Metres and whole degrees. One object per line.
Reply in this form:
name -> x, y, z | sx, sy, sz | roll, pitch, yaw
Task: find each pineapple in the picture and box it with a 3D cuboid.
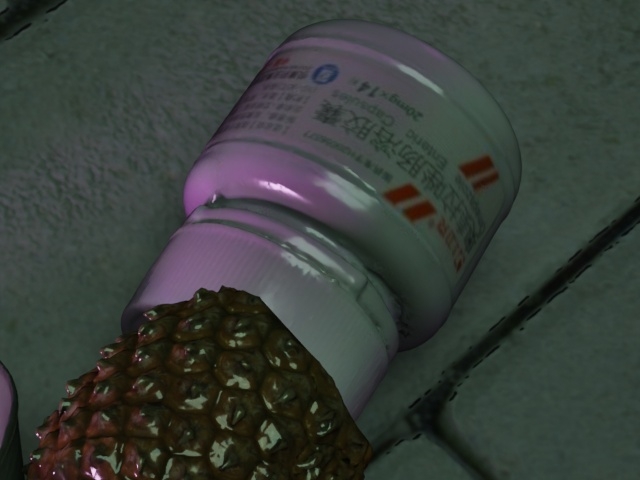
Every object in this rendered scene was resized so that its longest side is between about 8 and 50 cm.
pineapple -> -0.135, 0.187, 1.159 | 0.202, 0.202, 0.362 | 45, 56, 11

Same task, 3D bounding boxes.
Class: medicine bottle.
medicine bottle -> 0.000, 0.000, 1.424 | 0.241, 0.241, 0.302 | 31, 64, 4

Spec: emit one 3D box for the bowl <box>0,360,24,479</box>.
bowl -> -0.327, 0.241, 1.269 | 0.337, 0.337, 0.157 | -43, 120, -24
